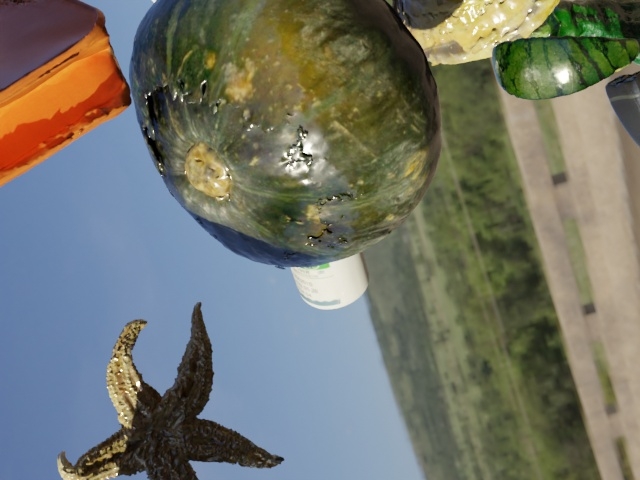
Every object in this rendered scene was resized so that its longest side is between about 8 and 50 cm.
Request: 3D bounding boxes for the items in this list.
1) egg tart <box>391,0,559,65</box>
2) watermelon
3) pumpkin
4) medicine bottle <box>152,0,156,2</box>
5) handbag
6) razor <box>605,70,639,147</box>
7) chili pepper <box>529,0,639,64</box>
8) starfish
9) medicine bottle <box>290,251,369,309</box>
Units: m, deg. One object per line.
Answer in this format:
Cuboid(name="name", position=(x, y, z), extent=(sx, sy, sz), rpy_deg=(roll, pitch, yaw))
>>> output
Cuboid(name="egg tart", position=(0.242, -0.452, 1.934), extent=(0.150, 0.352, 0.352), rpy_deg=(28, -140, -47))
Cuboid(name="watermelon", position=(0.277, -0.225, 1.421), extent=(0.092, 0.182, 0.075), rpy_deg=(-58, -44, -38))
Cuboid(name="pumpkin", position=(-0.053, -0.171, 1.601), extent=(0.344, 0.454, 0.454), rpy_deg=(-48, -45, -30))
Cuboid(name="medicine bottle", position=(-0.151, -0.429, 1.891), extent=(0.332, 0.190, 0.190), rpy_deg=(-27, -80, -78))
Cuboid(name="handbag", position=(-0.441, -0.141, 1.316), extent=(0.303, 0.410, 0.116), rpy_deg=(31, 148, 43))
Cuboid(name="razor", position=(0.531, -0.205, 1.946), extent=(0.148, 0.054, 0.090), rpy_deg=(56, 161, -13))
Cuboid(name="chili pepper", position=(0.490, -0.378, 2.127), extent=(0.099, 0.270, 0.136), rpy_deg=(153, 110, -69))
Cuboid(name="starfish", position=(-0.194, 0.259, 1.618), extent=(0.302, 0.299, 0.060), rpy_deg=(42, 163, -1))
Cuboid(name="medicine bottle", position=(0.000, 0.000, 2.114), extent=(0.139, 0.139, 0.237), rpy_deg=(-101, -6, -47))
